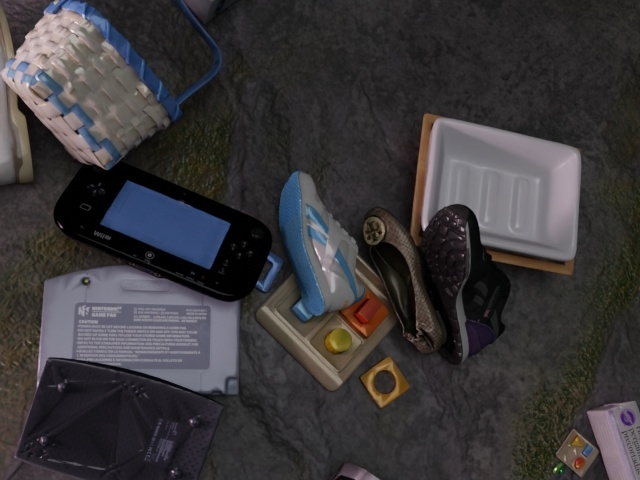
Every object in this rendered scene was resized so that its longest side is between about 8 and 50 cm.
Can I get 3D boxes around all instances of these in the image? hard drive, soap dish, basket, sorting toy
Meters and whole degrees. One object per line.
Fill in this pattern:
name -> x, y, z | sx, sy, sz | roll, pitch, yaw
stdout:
hard drive -> -0.283, 0.263, 1.141 | 0.254, 0.054, 0.172 | 18, 98, -14
soap dish -> 0.290, -0.071, 1.353 | 0.290, 0.118, 0.229 | 11, 75, -11
basket -> -0.305, -0.273, 1.191 | 0.289, 0.201, 0.255 | -45, 128, -14
sorting toy -> 0.024, 0.113, 1.285 | 0.347, 0.047, 0.196 | 44, 72, 0
sorting toy -> 0.423, 0.365, 1.335 | 0.062, 0.012, 0.083 | 42, 71, -1

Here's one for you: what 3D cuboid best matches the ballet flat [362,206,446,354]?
ballet flat -> 0.126, 0.066, 1.275 | 0.058, 0.084, 0.250 | -22, 89, -38

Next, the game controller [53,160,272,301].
game controller -> -0.235, -0.017, 1.220 | 0.319, 0.067, 0.166 | 22, 40, -3

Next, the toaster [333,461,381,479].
toaster -> 0.072, 0.449, 1.184 | 0.185, 0.110, 0.168 | 36, 73, -3

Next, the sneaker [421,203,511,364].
sneaker -> 0.239, 0.055, 1.271 | 0.124, 0.107, 0.283 | -21, 127, -23

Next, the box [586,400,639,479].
box -> 0.531, 0.429, 1.318 | 0.063, 0.067, 0.324 | -13, 79, -16

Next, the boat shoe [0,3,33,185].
boat shoe -> -0.509, -0.230, 1.209 | 0.103, 0.113, 0.302 | -9, 80, -21

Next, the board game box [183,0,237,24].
board game box -> -0.155, -0.551, 1.377 | 0.303, 0.097, 0.224 | -42, 90, -17

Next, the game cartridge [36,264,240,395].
game cartridge -> -0.268, 0.136, 1.210 | 0.294, 0.060, 0.196 | 3, 80, -13

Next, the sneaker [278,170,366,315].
sneaker -> 0.000, 0.000, 1.255 | 0.092, 0.087, 0.229 | -10, 80, -28
